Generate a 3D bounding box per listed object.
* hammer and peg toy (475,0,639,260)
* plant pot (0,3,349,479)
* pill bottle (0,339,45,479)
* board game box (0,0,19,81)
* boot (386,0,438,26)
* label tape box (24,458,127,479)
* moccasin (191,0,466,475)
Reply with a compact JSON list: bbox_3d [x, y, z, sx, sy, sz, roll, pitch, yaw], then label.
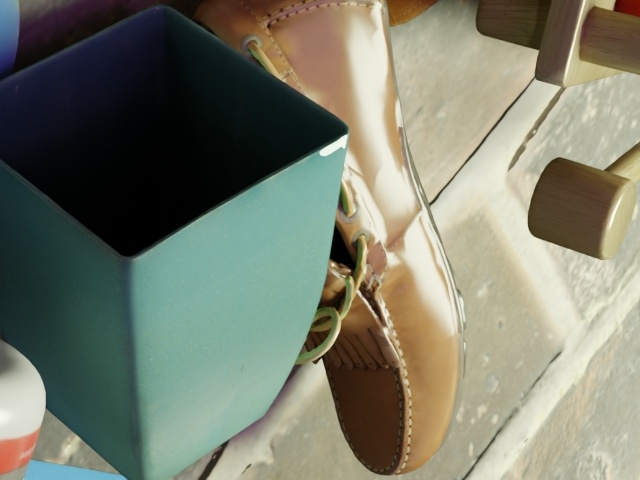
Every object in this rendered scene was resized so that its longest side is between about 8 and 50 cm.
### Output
[{"bbox_3d":[0.201,-0.184,1.334,0.266,0.127,0.361,-23,128,-68],"label":"hammer and peg toy"},{"bbox_3d":[-0.102,0.020,1.143,0.165,0.165,0.234,-32,143,-33],"label":"plant pot"},{"bbox_3d":[-0.290,0.210,0.997,0.210,0.210,0.363,12,99,-48],"label":"pill bottle"},{"bbox_3d":[-0.233,-0.103,1.043,0.168,0.033,0.133,-12,121,-56],"label":"board game box"},{"bbox_3d":[0.091,-0.298,1.250,0.295,0.104,0.211,-50,142,-9],"label":"boot"},{"bbox_3d":[-0.190,0.309,1.193,0.240,0.106,0.334,19,53,-48],"label":"label tape box"},{"bbox_3d":[0.002,0.001,1.256,0.147,0.139,0.380,-32,130,-26],"label":"moccasin"}]
